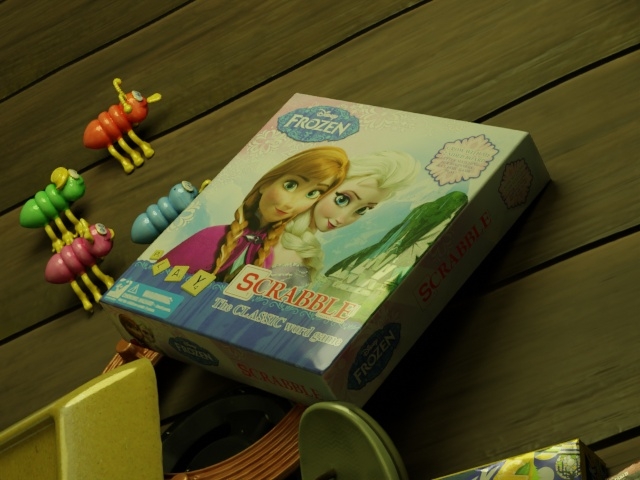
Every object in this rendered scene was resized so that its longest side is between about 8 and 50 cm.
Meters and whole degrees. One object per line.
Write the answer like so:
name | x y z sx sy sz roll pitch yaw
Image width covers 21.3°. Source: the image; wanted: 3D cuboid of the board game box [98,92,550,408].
board game box | 0.000 0.000 1.610 0.319 0.066 0.318 14 53 44

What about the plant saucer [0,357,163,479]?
plant saucer | -0.278 0.304 1.564 0.333 0.081 0.333 -31 53 35

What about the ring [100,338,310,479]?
ring | -0.098 0.130 1.621 0.337 0.032 0.336 -23 35 18

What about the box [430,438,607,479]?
box | 0.148 0.217 1.387 0.169 0.054 0.059 -21 47 27

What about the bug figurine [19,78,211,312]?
bug figurine | -0.235 -0.050 1.895 0.216 0.072 0.279 -41 42 7

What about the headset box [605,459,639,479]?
headset box | 0.263 0.202 1.319 0.062 0.032 0.083 -32 43 15

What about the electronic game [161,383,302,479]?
electronic game | -0.088 0.224 1.577 0.229 0.048 0.229 -24 38 21

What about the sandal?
sandal | 0.008 0.275 1.379 0.120 0.086 0.302 -20 63 47
